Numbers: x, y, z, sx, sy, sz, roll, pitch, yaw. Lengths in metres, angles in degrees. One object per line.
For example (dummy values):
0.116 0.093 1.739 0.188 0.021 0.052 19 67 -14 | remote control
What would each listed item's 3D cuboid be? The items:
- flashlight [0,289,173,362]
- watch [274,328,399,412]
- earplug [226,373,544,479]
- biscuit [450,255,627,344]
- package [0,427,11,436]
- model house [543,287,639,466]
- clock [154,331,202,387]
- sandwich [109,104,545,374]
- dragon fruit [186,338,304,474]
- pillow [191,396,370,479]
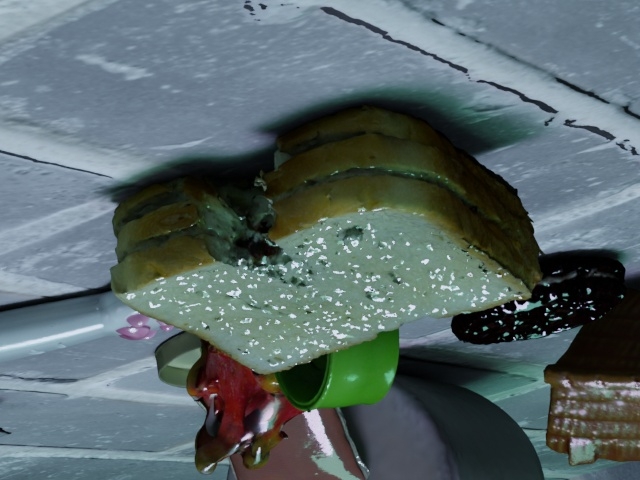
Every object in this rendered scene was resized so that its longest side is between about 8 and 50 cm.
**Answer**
-0.221 0.076 1.717 0.200 0.048 0.093 -12 166 -2 | flashlight
0.007 0.077 1.696 0.131 0.152 0.165 -5 162 -29 | watch
0.109 0.325 2.382 0.312 0.313 0.394 -19 164 25 | earplug
0.226 0.063 1.998 0.194 0.053 0.194 -11 165 -3 | biscuit
-0.460 0.210 2.058 0.232 0.040 0.166 4 165 -27 | package
0.365 0.157 2.127 0.199 0.220 0.229 15 -175 18 | model house
-0.057 0.111 2.010 0.235 0.029 0.235 -11 165 -3 | clock
0.000 0.001 1.469 0.273 0.095 0.249 -19 151 27 | sandwich
-0.061 0.133 1.844 0.133 0.208 0.150 35 172 -27 | dragon fruit
-0.042 0.213 2.187 0.171 0.179 0.075 -11 -154 19 | pillow
